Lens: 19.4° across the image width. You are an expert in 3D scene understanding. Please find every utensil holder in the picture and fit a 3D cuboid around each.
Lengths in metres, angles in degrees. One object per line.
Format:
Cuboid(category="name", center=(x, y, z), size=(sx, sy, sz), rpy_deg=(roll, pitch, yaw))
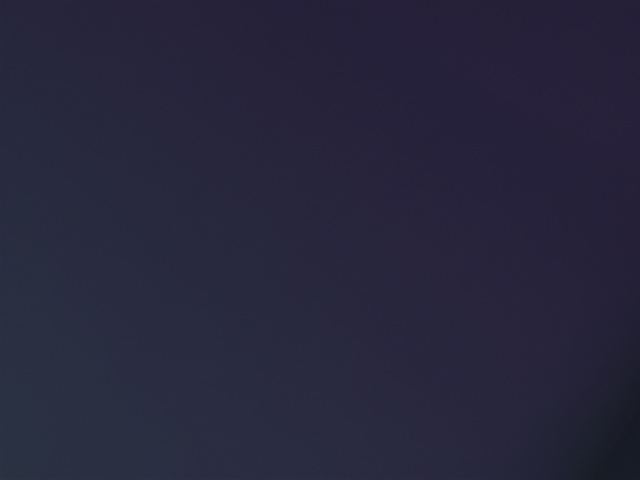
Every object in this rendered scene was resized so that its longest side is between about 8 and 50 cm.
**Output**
Cuboid(category="utensil holder", center=(0.000, 0.000, 0.595), size=(0.327, 0.385, 0.328), rpy_deg=(-43, 154, -28))
